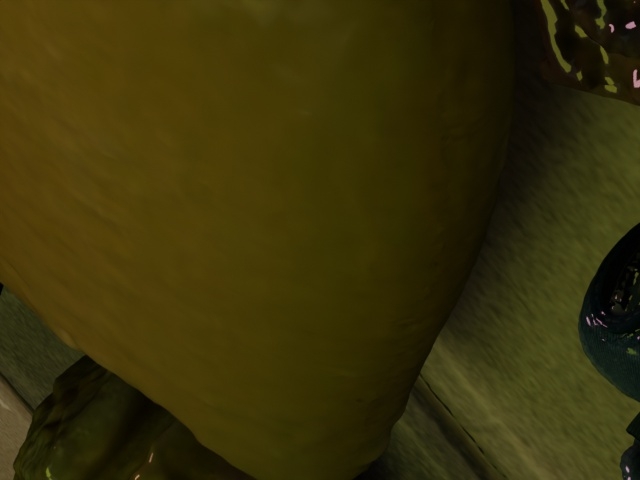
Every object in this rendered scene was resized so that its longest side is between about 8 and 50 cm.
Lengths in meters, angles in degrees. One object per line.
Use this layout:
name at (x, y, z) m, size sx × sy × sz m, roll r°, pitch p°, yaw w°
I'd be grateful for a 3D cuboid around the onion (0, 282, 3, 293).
onion at (-0.343, -0.007, 1.023) m, size 0.341 × 0.341 × 0.341 m, roll 39°, pitch 158°, yaw 19°

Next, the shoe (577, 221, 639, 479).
shoe at (0.117, 0.036, 0.514) m, size 0.106 × 0.091 × 0.207 m, roll 31°, pitch 158°, yaw 22°

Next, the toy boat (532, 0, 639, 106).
toy boat at (0.031, -0.143, 0.323) m, size 0.089 × 0.121 × 0.321 m, roll 22°, pitch 149°, yaw 36°

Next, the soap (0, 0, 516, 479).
soap at (-0.068, -0.084, 0.621) m, size 0.306 × 0.115 × 0.427 m, roll 44°, pitch 159°, yaw 17°

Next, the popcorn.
popcorn at (-0.067, 0.135, 0.961) m, size 0.185 × 0.167 × 0.187 m, roll 13°, pitch -176°, yaw 16°
